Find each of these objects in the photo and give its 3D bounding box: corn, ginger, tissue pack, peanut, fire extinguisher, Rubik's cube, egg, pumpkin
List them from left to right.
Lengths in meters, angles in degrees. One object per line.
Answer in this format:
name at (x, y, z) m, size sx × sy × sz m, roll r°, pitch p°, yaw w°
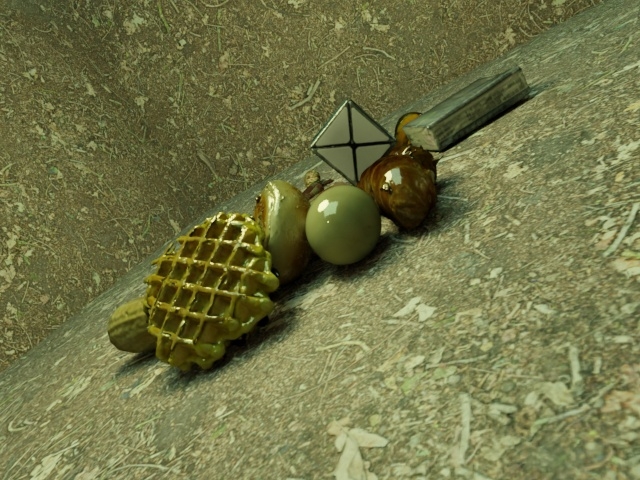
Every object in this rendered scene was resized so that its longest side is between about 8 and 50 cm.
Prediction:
peanut at (-0.476, 0.233, 1.433) m, size 0.340 × 0.174 × 0.158 m, roll -22°, pitch 41°, yaw 31°
corn at (-0.040, -0.291, 2.420) m, size 0.086 × 0.086 × 0.253 m, roll -29°, pitch 16°, yaw 8°
fire extinguisher at (-0.013, -0.204, 2.137) m, size 0.106 × 0.075 × 0.252 m, roll 7°, pitch 29°, yaw 21°
egg at (0.058, -0.041, 1.216) m, size 0.186 × 0.186 × 0.242 m, roll -25°, pitch 17°, yaw 23°
Rubik's cube at (0.125, -0.400, 1.992) m, size 0.259 × 0.254 × 0.260 m, roll -51°, pitch 11°, yaw 11°
pumpkin at (0.356, -0.469, 2.134) m, size 0.248 × 0.126 × 0.131 m, roll -28°, pitch 13°, yaw 13°
ginger at (0.225, -0.159, 1.304) m, size 0.254 × 0.176 × 0.418 m, roll -33°, pitch 11°, yaw 4°
tissue pack at (0.527, -0.478, 1.831) m, size 0.394 × 0.124 × 0.288 m, roll -32°, pitch 15°, yaw -1°

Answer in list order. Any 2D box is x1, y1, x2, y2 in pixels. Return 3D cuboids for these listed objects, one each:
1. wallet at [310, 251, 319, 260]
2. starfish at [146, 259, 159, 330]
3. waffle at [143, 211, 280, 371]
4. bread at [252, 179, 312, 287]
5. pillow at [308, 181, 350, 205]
wallet at (0.000, 0.000, 1.513) m, size 0.119 × 0.025 × 0.232 m, roll -22°, pitch 17°, yaw 33°
starfish at (-0.345, 0.123, 1.357) m, size 0.357 × 0.078 × 0.347 m, roll 21°, pitch 45°, yaw 17°
waffle at (-0.277, 0.111, 1.194) m, size 0.379 × 0.095 × 0.382 m, roll -39°, pitch 50°, yaw 7°
bread at (-0.106, -0.018, 1.358) m, size 0.158 × 0.306 × 0.305 m, roll 6°, pitch 6°, yaw -17°
pillow at (0.023, -0.130, 1.773) m, size 0.236 × 0.084 × 0.223 m, roll -35°, pitch 16°, yaw -2°
